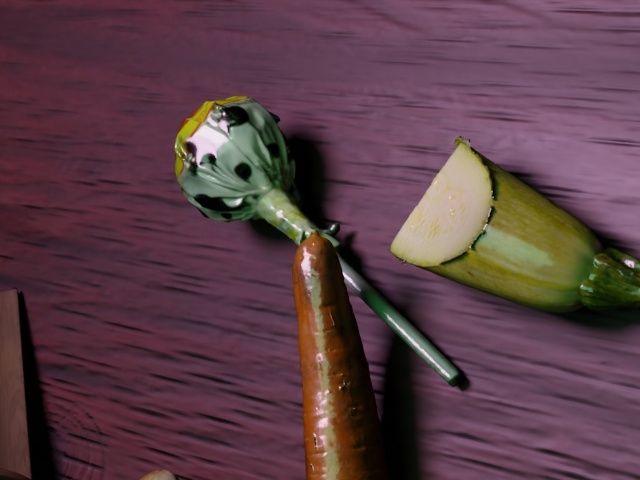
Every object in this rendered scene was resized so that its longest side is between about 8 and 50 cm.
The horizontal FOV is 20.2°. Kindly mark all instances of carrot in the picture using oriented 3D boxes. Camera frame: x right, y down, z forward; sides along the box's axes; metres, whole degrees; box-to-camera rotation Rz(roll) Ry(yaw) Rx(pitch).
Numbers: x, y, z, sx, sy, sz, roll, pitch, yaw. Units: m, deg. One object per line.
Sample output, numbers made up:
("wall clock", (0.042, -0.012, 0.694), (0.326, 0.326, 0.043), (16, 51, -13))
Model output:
("carrot", (0.009, 0.096, 1.192), (0.061, 0.061, 0.209), (-16, 76, 40))

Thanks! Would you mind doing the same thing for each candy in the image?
("candy", (0.000, 0.000, 1.256), (0.305, 0.083, 0.091), (43, 137, 35))

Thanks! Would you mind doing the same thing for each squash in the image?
("squash", (0.123, 0.000, 1.126), (0.200, 0.075, 0.090), (25, 69, 44))

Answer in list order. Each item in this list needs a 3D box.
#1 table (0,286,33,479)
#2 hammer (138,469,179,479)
("table", (-0.304, 0.137, 1.454), (0.167, 0.167, 0.226), (-38, 45, 30))
("hammer", (-0.074, 0.277, 1.216), (0.202, 0.113, 0.305), (-49, 44, 18))
